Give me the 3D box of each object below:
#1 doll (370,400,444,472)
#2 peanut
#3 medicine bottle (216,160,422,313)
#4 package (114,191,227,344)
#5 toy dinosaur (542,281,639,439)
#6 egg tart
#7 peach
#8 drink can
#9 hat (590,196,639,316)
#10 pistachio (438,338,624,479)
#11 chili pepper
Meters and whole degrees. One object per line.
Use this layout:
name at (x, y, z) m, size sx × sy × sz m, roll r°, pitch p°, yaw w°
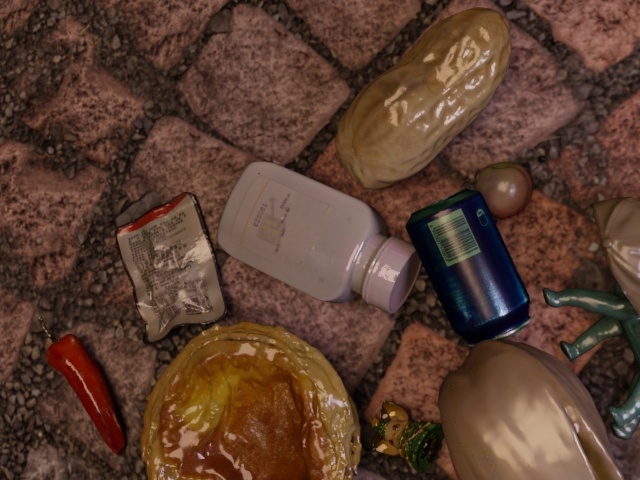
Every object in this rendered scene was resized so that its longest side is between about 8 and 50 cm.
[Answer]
doll at (0.128, 0.281, 1.208) m, size 0.113 × 0.076 × 0.078 m, roll 21°, pitch 100°, yaw 54°
peanut at (0.151, -0.207, 1.207) m, size 0.313 × 0.152 × 0.152 m, roll -40°, pitch 72°, yaw 9°
medicine bottle at (0.000, 0.000, 1.254) m, size 0.296 × 0.111 × 0.161 m, roll 24°, pitch 92°, yaw 23°
package at (-0.244, 0.050, 1.376) m, size 0.166 × 0.040 × 0.232 m, roll -26°, pitch 68°, yaw 12°
toy dinosaur at (0.491, 0.110, 1.078) m, size 0.331 × 0.129 × 0.383 m, roll -28°, pitch 76°, yaw 5°
egg tart at (-0.096, 0.287, 1.232) m, size 0.352 × 0.150 × 0.352 m, roll 0°, pitch 89°, yaw 19°
peach at (0.259, -0.071, 1.185) m, size 0.083 × 0.083 × 0.083 m, roll -3°, pitch 82°, yaw 20°
drink can at (0.205, 0.037, 1.154) m, size 0.118 × 0.118 × 0.205 m, roll -24°, pitch 90°, yaw 16°
hat at (0.437, -0.004, 1.018) m, size 0.173 × 0.144 × 0.166 m, roll -27°, pitch 64°, yaw 20°
pistachio at (0.280, 0.279, 1.066) m, size 0.332 × 0.207 × 0.226 m, roll 65°, pitch 150°, yaw 10°
chili pepper at (-0.391, 0.233, 1.391) m, size 0.063 × 0.071 × 0.272 m, roll -30°, pitch 76°, yaw -27°
